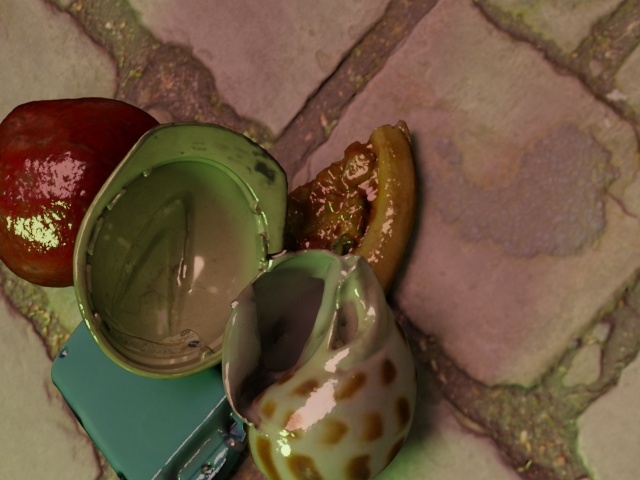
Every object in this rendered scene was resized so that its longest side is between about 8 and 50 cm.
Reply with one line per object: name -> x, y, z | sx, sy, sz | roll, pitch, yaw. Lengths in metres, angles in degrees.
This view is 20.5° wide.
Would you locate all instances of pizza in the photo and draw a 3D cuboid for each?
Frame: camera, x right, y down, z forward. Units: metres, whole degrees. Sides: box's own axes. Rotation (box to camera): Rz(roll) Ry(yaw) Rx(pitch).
pizza -> 0.000, 0.000, 1.793 | 0.197, 0.058, 0.292 | 20, 81, 40

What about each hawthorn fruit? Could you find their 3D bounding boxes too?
hawthorn fruit -> -0.249, -0.051, 1.910 | 0.249, 0.215, 0.215 | 2, 69, 23

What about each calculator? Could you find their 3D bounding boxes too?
calculator -> -0.180, 0.155, 1.850 | 0.173, 0.051, 0.293 | -49, 49, 7

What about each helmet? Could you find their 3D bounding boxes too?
helmet -> -0.147, 0.002, 1.785 | 0.257, 0.204, 0.137 | -68, 15, 3

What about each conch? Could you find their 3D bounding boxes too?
conch -> 0.000, 0.147, 1.660 | 0.182, 0.149, 0.275 | 19, 89, 22
